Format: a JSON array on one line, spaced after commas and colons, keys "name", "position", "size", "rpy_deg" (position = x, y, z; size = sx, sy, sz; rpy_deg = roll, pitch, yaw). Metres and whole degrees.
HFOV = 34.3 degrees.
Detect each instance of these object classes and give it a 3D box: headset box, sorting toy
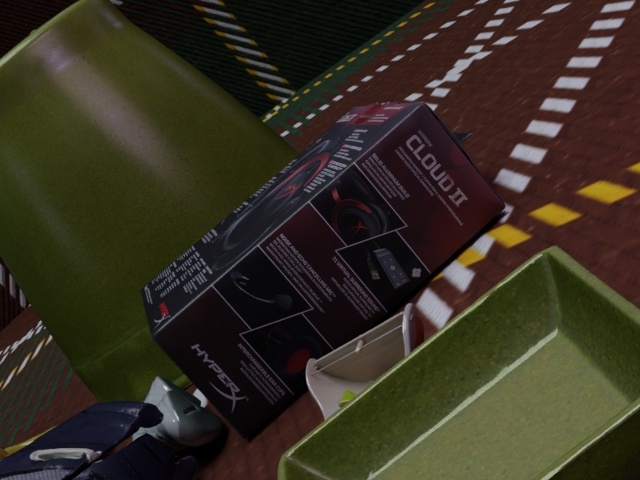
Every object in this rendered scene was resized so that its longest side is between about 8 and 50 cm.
[{"name": "headset box", "position": [0.000, 0.000, 0.852], "size": [0.293, 0.110, 0.218], "rpy_deg": [-41, 12, -6]}, {"name": "sorting toy", "position": [0.030, 0.090, 0.617], "size": [0.083, 0.045, 0.075], "rpy_deg": [-33, 22, 29]}]

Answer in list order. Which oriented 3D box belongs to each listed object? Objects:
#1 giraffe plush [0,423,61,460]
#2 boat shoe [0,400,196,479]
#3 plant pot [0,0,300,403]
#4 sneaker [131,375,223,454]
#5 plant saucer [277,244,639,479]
[{"name": "giraffe plush", "position": [-0.330, 0.209, 0.951], "size": [0.210, 0.170, 0.181], "rpy_deg": [-38, 13, 9]}, {"name": "boat shoe", "position": [-0.236, 0.221, 0.797], "size": [0.341, 0.127, 0.158], "rpy_deg": [-19, 17, 40]}, {"name": "plant pot", "position": [-0.210, -0.060, 1.123], "size": [0.366, 0.353, 0.366], "rpy_deg": [-38, 12, 10]}, {"name": "sneaker", "position": [-0.119, 0.152, 0.832], "size": [0.061, 0.054, 0.152], "rpy_deg": [-58, 12, -9]}, {"name": "plant saucer", "position": [0.069, 0.095, 0.464], "size": [0.188, 0.045, 0.188], "rpy_deg": [-39, 12, 5]}]
